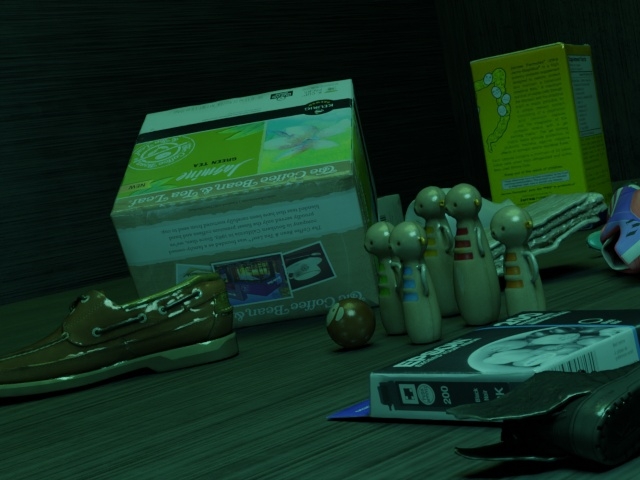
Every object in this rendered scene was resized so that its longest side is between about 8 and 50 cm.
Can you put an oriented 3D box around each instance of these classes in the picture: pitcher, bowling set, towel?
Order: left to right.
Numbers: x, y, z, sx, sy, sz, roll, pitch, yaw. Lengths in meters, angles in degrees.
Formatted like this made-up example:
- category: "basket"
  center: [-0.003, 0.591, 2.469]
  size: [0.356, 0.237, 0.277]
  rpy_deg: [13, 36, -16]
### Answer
- category: "bowling set"
  center: [0.100, 0.026, 1.205]
  size: [0.199, 0.154, 0.287]
  rpy_deg: [-11, 3, -18]
- category: "pitcher"
  center: [0.269, -0.022, 1.981]
  size: [0.207, 0.126, 0.178]
  rpy_deg: [1, 14, -25]
- category: "towel"
  center: [0.241, 0.010, 1.544]
  size: [0.282, 0.049, 0.187]
  rpy_deg: [-26, 4, -6]

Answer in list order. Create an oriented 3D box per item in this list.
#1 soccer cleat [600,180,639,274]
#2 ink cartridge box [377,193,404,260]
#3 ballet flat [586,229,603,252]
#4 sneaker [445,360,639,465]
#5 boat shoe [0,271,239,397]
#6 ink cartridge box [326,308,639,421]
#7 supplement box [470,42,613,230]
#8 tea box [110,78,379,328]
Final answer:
- category: "soccer cleat"
  center: [0.397, -0.008, 1.447]
  size: [0.116, 0.109, 0.318]
  rpy_deg: [-40, -4, 0]
- category: "ink cartridge box"
  center: [0.000, 0.000, 2.176]
  size: [0.309, 0.130, 0.272]
  rpy_deg: [-9, 2, 17]
- category: "ballet flat"
  center: [0.448, 0.002, 1.668]
  size: [0.114, 0.041, 0.041]
  rpy_deg: [-9, 3, 5]
- category: "sneaker"
  center: [0.164, 0.097, 0.687]
  size: [0.170, 0.051, 0.089]
  rpy_deg: [-17, 12, -40]
- category: "boat shoe"
  center: [-0.251, 0.106, 1.299]
  size: [0.307, 0.104, 0.110]
  rpy_deg: [-11, 4, -15]
- category: "ink cartridge box"
  center: [0.141, 0.094, 0.877]
  size: [0.208, 0.045, 0.206]
  rpy_deg: [-8, 4, 45]
- category: "supplement box"
  center: [0.442, -0.196, 2.240]
  size: [0.195, 0.357, 0.194]
  rpy_deg: [-8, 3, 29]
- category: "tea box"
  center: [-0.092, -0.051, 1.631]
  size: [0.329, 0.220, 0.323]
  rpy_deg: [-10, 31, 6]
